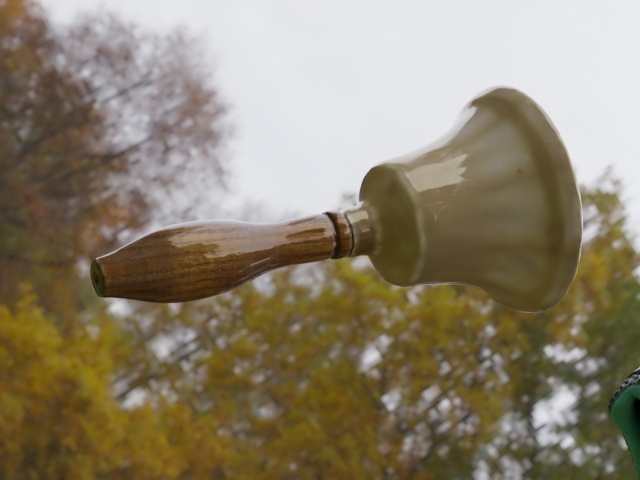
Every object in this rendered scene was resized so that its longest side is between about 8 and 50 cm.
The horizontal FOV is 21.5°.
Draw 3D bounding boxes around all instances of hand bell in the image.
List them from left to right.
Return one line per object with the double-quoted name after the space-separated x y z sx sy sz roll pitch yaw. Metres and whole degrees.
0.000 0.000 0.863 0.126 0.242 0.126 36 -48 54 "hand bell"

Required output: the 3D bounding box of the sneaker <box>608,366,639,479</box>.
0.154 0.118 0.650 0.065 0.076 0.166 -32 -108 38 "sneaker"
